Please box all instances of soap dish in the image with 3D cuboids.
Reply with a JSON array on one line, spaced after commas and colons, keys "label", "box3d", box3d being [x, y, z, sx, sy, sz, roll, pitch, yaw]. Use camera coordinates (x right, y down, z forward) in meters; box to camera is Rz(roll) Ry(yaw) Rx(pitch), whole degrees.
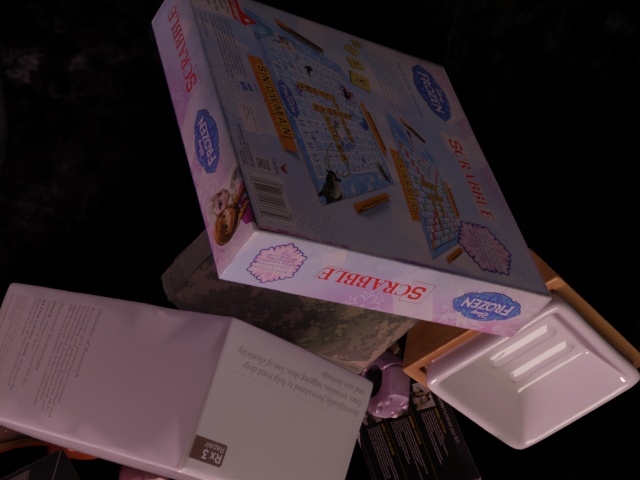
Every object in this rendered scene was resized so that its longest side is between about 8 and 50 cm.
[{"label": "soap dish", "box3d": [0.265, 0.144, 1.662, 0.229, 0.118, 0.291, -34, 139, 17]}]

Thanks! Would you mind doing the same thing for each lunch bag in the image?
[{"label": "lunch bag", "box3d": [0.000, 0.000, 1.349, 0.287, 0.169, 0.235, 19, 128, -43]}]

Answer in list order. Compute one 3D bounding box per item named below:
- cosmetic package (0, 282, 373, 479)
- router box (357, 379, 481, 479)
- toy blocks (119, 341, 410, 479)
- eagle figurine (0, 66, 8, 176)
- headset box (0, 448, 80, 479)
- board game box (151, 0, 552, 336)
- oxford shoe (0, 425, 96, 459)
[{"label": "cosmetic package", "box3d": [-0.164, 0.161, 1.313, 0.385, 0.156, 0.217, 4, 161, 43]}, {"label": "router box", "box3d": [0.124, 0.275, 1.709, 0.133, 0.179, 0.046, -15, 139, -6]}, {"label": "toy blocks", "box3d": [-0.054, 0.276, 1.573, 0.309, 0.260, 0.288, 15, 129, -35]}, {"label": "eagle figurine", "box3d": [-0.350, -0.136, 1.028, 0.226, 0.225, 0.298, 24, 145, -12]}, {"label": "headset box", "box3d": [-0.407, 0.380, 1.528, 0.218, 0.110, 0.293, -25, 167, -30]}, {"label": "board game box", "box3d": [0.024, -0.075, 1.154, 0.318, 0.318, 0.066, 14, 132, -33]}, {"label": "oxford shoe", "box3d": [-0.357, 0.190, 1.499, 0.271, 0.097, 0.098, 11, 116, -41]}]
